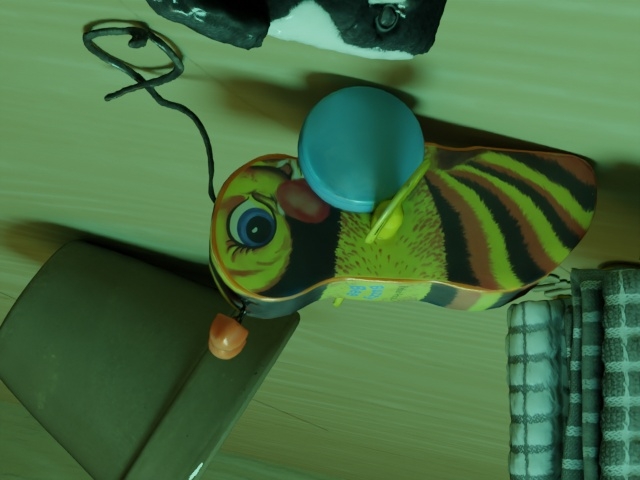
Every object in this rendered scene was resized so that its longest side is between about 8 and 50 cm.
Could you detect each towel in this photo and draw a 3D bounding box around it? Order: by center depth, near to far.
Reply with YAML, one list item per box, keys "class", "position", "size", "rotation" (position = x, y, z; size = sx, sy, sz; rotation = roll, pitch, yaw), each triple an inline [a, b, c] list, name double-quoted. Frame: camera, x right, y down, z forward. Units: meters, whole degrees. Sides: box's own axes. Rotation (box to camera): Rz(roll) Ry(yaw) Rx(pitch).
- class: "towel"
  position: [0.248, 0.138, 0.710]
  size: [0.283, 0.235, 0.121]
  rotation: [5, 172, -28]

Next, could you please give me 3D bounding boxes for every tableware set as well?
- class: "tableware set"
  position: [0.226, 0.049, 0.901]
  size: [0.104, 0.024, 0.154]
  rotation: [22, 161, -23]

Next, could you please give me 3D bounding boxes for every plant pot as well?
- class: "plant pot"
  position: [-0.180, 0.118, 1.161]
  size: [0.229, 0.263, 0.263]
  rotation: [34, 163, 1]

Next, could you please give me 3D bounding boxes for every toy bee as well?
- class: "toy bee"
  position: [0.000, 0.000, 0.704]
  size: [0.298, 0.162, 0.195]
  rotation: [9, 164, 19]

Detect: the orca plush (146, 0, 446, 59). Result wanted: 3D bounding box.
- class: "orca plush"
  position: [-0.066, -0.163, 0.426]
  size: [0.287, 0.102, 0.151]
  rotation: [27, -154, -7]
